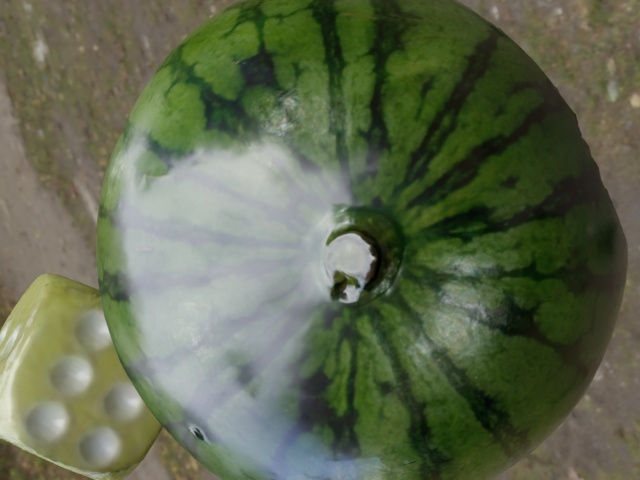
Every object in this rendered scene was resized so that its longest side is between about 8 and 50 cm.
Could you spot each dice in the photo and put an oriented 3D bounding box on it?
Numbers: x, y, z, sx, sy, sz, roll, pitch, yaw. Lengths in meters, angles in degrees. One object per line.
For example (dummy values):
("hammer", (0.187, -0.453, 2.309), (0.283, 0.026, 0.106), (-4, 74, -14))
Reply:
("dice", (-0.249, 0.141, 1.075), (0.166, 0.169, 0.169), (30, 166, -22))

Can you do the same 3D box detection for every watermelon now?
("watermelon", (0.000, 0.000, 0.587), (0.330, 0.331, 0.189), (62, -174, 14))
